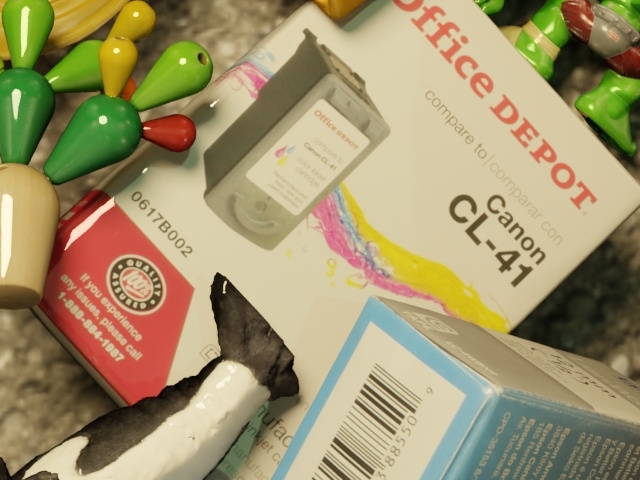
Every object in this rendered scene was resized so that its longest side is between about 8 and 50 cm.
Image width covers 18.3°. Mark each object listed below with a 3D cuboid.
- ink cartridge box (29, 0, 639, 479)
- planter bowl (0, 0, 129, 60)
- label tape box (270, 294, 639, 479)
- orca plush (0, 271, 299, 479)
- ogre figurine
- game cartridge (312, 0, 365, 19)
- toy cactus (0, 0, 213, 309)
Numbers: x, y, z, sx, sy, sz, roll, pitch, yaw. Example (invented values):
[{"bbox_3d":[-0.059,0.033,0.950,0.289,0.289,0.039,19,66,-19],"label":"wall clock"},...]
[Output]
[{"bbox_3d":[0.000,0.000,1.169,0.306,0.131,0.226,-43,96,-8],"label":"ink cartridge box"},{"bbox_3d":[-0.182,-0.216,1.149,0.217,0.090,0.217,1,101,5],"label":"planter bowl"},{"bbox_3d":[0.108,0.191,1.141,0.347,0.115,0.249,18,103,-49],"label":"label tape box"},{"bbox_3d":[-0.146,0.125,1.029,0.102,0.151,0.287,33,77,29],"label":"orca plush"},{"bbox_3d":[0.182,-0.134,1.229,0.197,0.097,0.118,40,93,4],"label":"ogre figurine"},{"bbox_3d":[0.042,-0.315,1.168,0.323,0.053,0.285,-38,65,-12],"label":"game cartridge"},{"bbox_3d":[-0.165,-0.048,1.065,0.219,0.112,0.180,-2,64,1],"label":"toy cactus"}]
